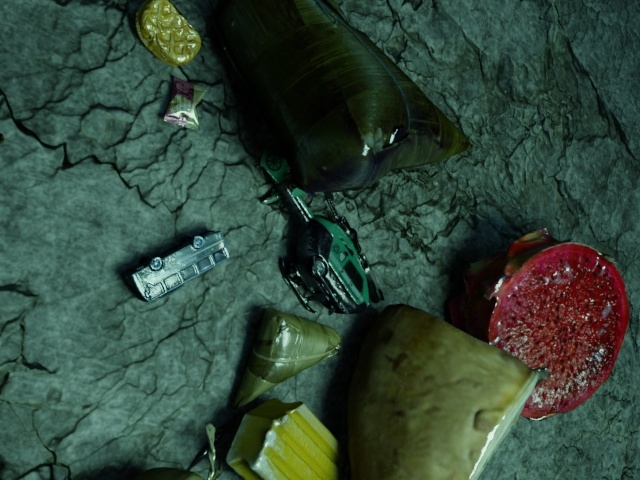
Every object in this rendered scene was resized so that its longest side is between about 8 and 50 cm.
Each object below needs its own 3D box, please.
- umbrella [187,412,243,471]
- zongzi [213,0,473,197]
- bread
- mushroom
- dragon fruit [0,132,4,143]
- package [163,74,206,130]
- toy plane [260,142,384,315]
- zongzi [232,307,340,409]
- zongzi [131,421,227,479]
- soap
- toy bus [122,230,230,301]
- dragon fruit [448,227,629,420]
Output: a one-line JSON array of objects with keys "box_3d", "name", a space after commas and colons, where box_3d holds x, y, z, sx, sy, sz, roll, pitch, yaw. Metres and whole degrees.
[{"box_3d": [-0.171, 0.325, 1.053, 0.122, 0.022, 0.013, -43, 120, -18], "name": "umbrella"}, {"box_3d": [0.058, -0.283, 1.122, 0.432, 0.208, 0.403, -16, 71, -45], "name": "zongzi"}, {"box_3d": [-0.240, -0.326, 1.020, 0.111, 0.044, 0.083, 46, 65, -27], "name": "bread"}, {"box_3d": [0.141, 0.328, 1.095, 0.397, 0.313, 0.224, -53, 156, -19], "name": "mushroom"}, {"box_3d": [-0.493, -0.146, 0.811, 0.190, 0.094, 0.094, -1, 88, -40], "name": "dragon fruit"}, {"box_3d": [-0.216, -0.221, 1.041, 0.059, 0.029, 0.083, 15, 68, -26], "name": "package"}, {"box_3d": [0.000, 0.000, 1.142, 0.155, 0.106, 0.382, -46, 112, -34], "name": "toy plane"}, {"box_3d": [-0.053, 0.216, 1.108, 0.160, 0.078, 0.176, 20, 86, -33], "name": "zongzi"}, {"box_3d": [-0.354, 0.406, 0.810, 0.467, 0.218, 0.500, 34, 66, -21], "name": "zongzi"}, {"box_3d": [-0.045, 0.355, 1.059, 0.232, 0.073, 0.140, 56, 43, -37], "name": "soap"}, {"box_3d": [-0.221, 0.037, 1.013, 0.166, 0.047, 0.065, -31, 108, -33], "name": "toy bus"}, {"box_3d": [0.428, 0.160, 1.346, 0.386, 0.249, 0.371, 37, 84, -25], "name": "dragon fruit"}]
